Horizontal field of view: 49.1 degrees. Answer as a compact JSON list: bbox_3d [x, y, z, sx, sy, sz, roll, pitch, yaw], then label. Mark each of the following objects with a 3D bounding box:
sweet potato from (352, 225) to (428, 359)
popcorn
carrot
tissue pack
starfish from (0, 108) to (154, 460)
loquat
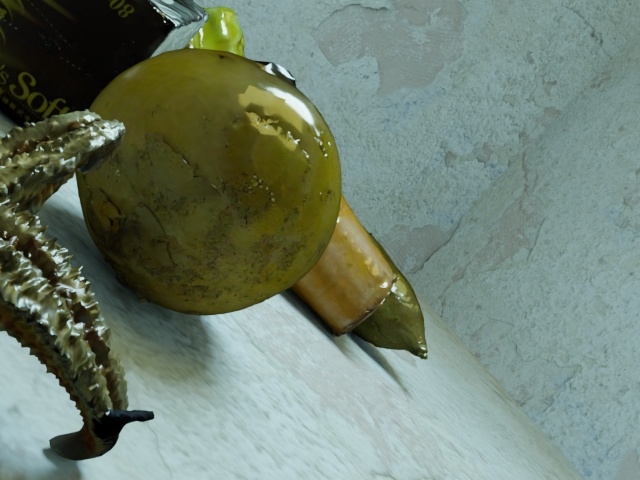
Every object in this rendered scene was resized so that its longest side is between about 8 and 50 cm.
[{"bbox_3d":[0.068,0.074,1.240,0.370,0.158,0.158,49,7,19],"label":"sweet potato"},{"bbox_3d":[-0.311,-0.414,1.462,0.325,0.321,0.290,26,-8,27],"label":"popcorn"},{"bbox_3d":[0.000,0.000,1.090,0.254,0.196,0.196,45,6,-1],"label":"carrot"},{"bbox_3d":[-0.324,-0.284,0.753,0.370,0.210,0.198,41,15,-13],"label":"tissue pack"},{"bbox_3d":[-0.191,-0.017,0.324,0.303,0.113,0.312,40,15,-3],"label":"starfish"},{"bbox_3d":[-0.093,-0.049,0.608,0.235,0.235,0.235,42,6,-5],"label":"loquat"}]
